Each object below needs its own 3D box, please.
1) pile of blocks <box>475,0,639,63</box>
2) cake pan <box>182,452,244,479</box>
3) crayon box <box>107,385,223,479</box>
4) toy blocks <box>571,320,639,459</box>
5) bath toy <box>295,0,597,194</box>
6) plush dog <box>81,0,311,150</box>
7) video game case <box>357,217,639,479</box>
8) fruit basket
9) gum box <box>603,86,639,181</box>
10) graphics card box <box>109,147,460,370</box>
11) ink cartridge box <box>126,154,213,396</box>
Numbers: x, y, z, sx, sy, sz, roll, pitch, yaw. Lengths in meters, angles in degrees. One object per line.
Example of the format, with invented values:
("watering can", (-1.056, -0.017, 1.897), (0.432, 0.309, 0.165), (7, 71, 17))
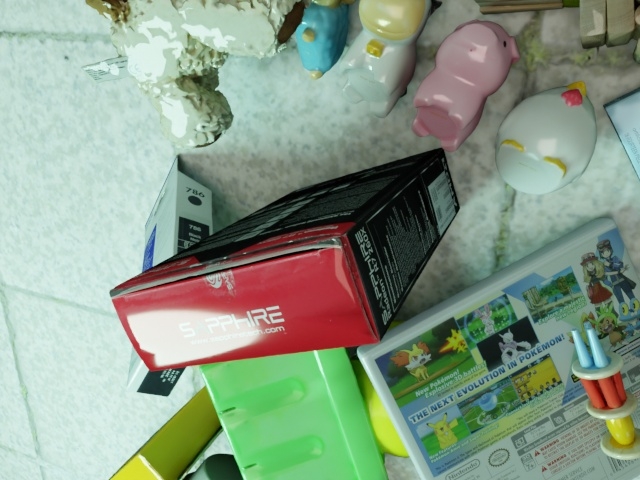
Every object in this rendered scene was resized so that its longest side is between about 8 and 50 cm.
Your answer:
("pile of blocks", (0.295, -0.224, 0.454), (0.362, 0.112, 0.149), (34, 114, 18))
("cake pan", (-0.090, 0.439, 0.846), (0.293, 0.293, 0.054), (27, 83, 13))
("crayon box", (-0.278, 0.383, 0.930), (0.081, 0.202, 0.318), (46, 120, 2))
("toy blocks", (0.344, 0.147, 0.570), (0.123, 0.054, 0.148), (-24, 97, -4))
("bath toy", (0.144, -0.188, 0.568), (0.348, 0.129, 0.151), (33, 164, 11))
("plush dog", (-0.143, -0.273, 0.606), (0.210, 0.226, 0.262), (31, 132, -18))
("video game case", (0.251, 0.179, 0.608), (0.328, 0.036, 0.300), (-27, 98, -4))
("fruit basket", (0.046, 0.206, 0.726), (0.391, 0.283, 0.393), (-3, 98, -18))
("gum box", (0.411, -0.111, 0.517), (0.184, 0.041, 0.157), (-27, 96, 31))
("graphics card box", (0.000, 0.000, 0.556), (0.232, 0.371, 0.094), (-14, 103, 27))
("ink cartridge box", (-0.211, 0.035, 0.748), (0.065, 0.333, 0.165), (17, 126, -27))
